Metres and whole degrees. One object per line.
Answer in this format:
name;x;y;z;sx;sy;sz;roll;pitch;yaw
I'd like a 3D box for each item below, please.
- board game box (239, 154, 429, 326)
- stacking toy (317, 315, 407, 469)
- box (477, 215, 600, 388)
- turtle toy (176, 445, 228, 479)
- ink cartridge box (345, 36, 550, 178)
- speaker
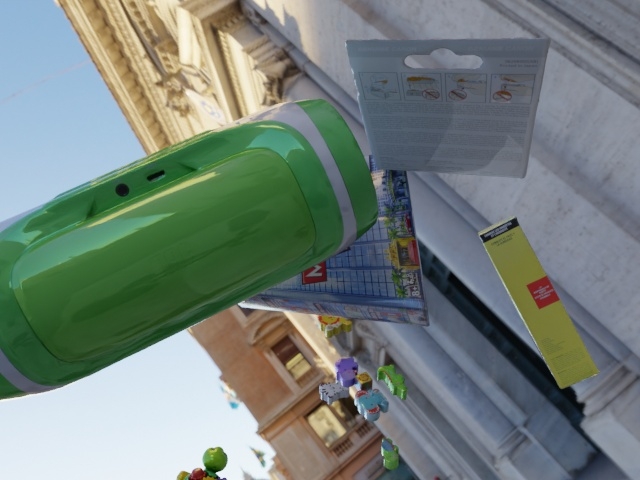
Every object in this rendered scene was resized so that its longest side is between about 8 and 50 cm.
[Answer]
board game box;0.000;0.000;0.573;0.194;0.194;0.060;-9;-26;10
stacking toy;0.060;0.236;0.901;0.052;0.221;0.167;-15;-58;-23
box;0.297;0.080;0.780;0.058;0.232;0.087;-27;-5;14
turtle toy;-0.188;0.404;0.923;0.066;0.095;0.130;-53;18;34
ink cartridge box;0.106;-0.117;0.472;0.179;0.145;0.045;64;-145;-60
speaker;-0.112;0.002;0.418;0.296;0.131;0.131;-26;-26;-9
